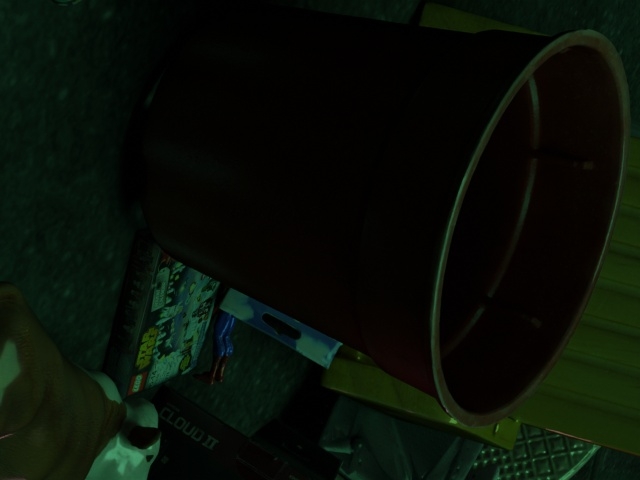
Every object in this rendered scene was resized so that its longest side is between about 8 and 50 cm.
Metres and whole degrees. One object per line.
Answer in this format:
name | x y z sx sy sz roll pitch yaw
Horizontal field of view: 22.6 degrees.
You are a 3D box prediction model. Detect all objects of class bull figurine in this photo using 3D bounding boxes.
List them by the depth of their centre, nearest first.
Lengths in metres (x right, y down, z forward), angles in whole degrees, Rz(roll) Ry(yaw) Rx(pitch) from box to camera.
bull figurine | -0.209 0.135 1.057 0.188 0.101 0.310 -52 153 -16

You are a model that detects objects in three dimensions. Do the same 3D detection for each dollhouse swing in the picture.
dollhouse swing | 0.224 0.019 1.420 0.315 0.305 0.346 33 72 -65

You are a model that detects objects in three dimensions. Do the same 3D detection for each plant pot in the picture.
plant pot | 0.036 -0.043 1.112 0.272 0.265 0.272 -37 136 -45

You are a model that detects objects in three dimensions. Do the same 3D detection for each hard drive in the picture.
hard drive | 0.098 0.142 1.581 0.172 0.054 0.254 39 68 -22

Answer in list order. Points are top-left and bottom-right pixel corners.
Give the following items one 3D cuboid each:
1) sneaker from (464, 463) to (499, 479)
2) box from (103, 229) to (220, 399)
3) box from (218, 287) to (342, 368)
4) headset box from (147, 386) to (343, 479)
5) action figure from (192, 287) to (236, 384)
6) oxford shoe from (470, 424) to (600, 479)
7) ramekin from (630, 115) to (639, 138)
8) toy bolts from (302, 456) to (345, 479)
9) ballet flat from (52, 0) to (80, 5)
sneaker | 0.118 0.300 1.640 0.137 0.366 0.210 32 74 -21
box | -0.116 0.049 1.228 0.094 0.027 0.137 -20 133 -53
box | 0.000 0.000 1.287 0.178 0.109 0.042 -62 -167 -8
headset box | -0.094 0.276 1.279 0.293 0.218 0.110 -55 155 -14
action figure | -0.077 0.060 1.311 0.038 0.030 0.115 5 106 -69
oxford shoe | 0.298 0.164 1.983 0.449 0.169 0.130 -54 175 -17
ramekin | 0.290 -0.021 1.734 0.273 0.127 0.272 18 90 -73
toy bolts | -0.011 0.304 1.512 0.228 0.218 0.158 -40 146 -72
ballet flat | -0.129 -0.192 0.953 0.041 0.041 0.114 9 109 -63
